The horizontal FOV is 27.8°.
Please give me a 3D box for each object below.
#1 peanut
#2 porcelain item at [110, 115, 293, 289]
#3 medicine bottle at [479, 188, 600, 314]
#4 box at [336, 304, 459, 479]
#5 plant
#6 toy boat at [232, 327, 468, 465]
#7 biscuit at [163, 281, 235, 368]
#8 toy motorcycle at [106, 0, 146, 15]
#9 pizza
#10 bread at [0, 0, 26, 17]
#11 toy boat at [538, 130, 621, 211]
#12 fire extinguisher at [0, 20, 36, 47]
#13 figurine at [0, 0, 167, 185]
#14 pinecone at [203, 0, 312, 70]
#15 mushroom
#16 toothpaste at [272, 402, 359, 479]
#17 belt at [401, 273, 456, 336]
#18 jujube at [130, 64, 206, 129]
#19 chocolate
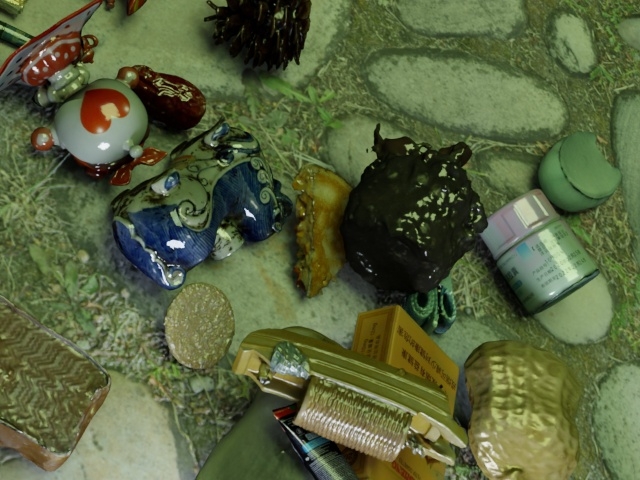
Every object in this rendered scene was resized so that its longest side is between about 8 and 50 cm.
[{"bbox_3d":[0.296,0.259,1.903,0.197,0.110,0.233,19,52,-20],"label":"peanut"},{"bbox_3d":[-0.163,-0.040,1.809,0.186,0.138,0.288,55,43,-13],"label":"porcelain item"},{"bbox_3d":[0.345,0.017,2.064,0.135,0.135,0.168,-22,76,-38],"label":"medicine bottle"},{"bbox_3d":[0.103,0.249,1.770,0.174,0.076,0.274,45,43,-36],"label":"box"},{"bbox_3d":[0.138,-0.044,1.893,0.204,0.178,0.234,10,46,26],"label":"plant"},{"bbox_3d":[0.037,0.202,1.618,0.310,0.089,0.115,22,49,-6],"label":"toy boat"},{"bbox_3d":[-0.162,0.115,1.745,0.120,0.015,0.120,3,86,-42],"label":"biscuit"},{"bbox_3d":[-0.272,-0.467,2.016,0.171,0.089,0.298,38,49,-3],"label":"toy motorcycle"},{"bbox_3d":[0.000,0.000,1.908,0.188,0.062,0.199,44,54,-37],"label":"pizza"},{"bbox_3d":[-0.456,-0.369,1.884,0.070,0.035,0.083,25,46,-17],"label":"bread"},{"bbox_3d":[0.442,-0.113,2.254,0.134,0.079,0.208,57,39,0],"label":"toy boat"},{"bbox_3d":[-0.432,-0.291,1.856,0.083,0.025,0.038,25,29,-16],"label":"fire extinguisher"},{"bbox_3d":[-0.313,-0.180,1.785,0.226,0.160,0.183,49,50,-4],"label":"figurine"},{"bbox_3d":[-0.097,-0.345,2.011,0.165,0.163,0.163,3,59,-9],"label":"pinecone"},{"bbox_3d":[-0.056,0.241,1.691,0.159,0.122,0.328,42,45,-28],"label":"mushroom"},{"bbox_3d":[0.013,0.283,1.618,0.071,0.045,0.193,-15,65,-50],"label":"toothpaste"},{"bbox_3d":[0.177,0.018,2.000,0.087,0.072,0.302,18,55,-14],"label":"belt"},{"bbox_3d":[-0.229,-0.212,1.895,0.129,0.077,0.077,29,51,-14],"label":"jujube"},{"bbox_3d":[-0.374,0.172,1.563,0.214,0.093,0.148,35,49,-9],"label":"chocolate"}]
